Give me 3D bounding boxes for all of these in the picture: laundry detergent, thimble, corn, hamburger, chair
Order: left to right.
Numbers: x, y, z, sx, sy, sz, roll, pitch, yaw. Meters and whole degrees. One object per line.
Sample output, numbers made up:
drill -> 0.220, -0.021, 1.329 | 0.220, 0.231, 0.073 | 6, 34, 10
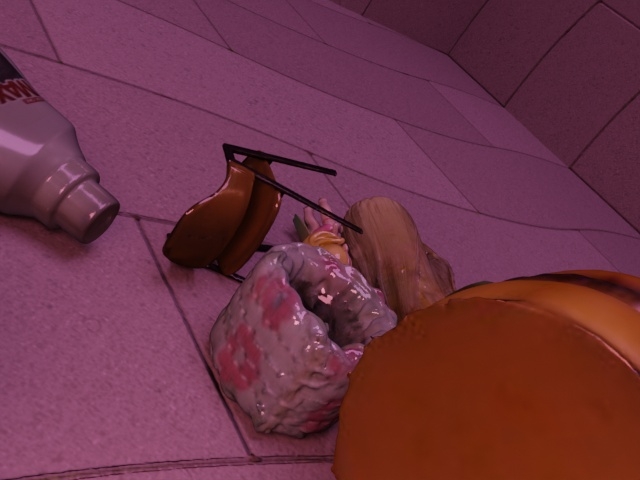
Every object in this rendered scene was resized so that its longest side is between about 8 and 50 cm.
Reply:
laundry detergent -> -0.408, -0.137, 0.943 | 0.398, 0.124, 0.264 | 39, 23, 6
chair -> -0.094, -0.026, 1.083 | 0.247, 0.158, 0.172 | 20, 30, -32
thimble -> -0.019, 0.114, 0.932 | 0.185, 0.149, 0.211 | 32, 25, -10
corn -> 0.112, 0.049, 1.246 | 0.123, 0.122, 0.305 | 18, 30, -30
hamburger -> 0.226, 0.202, 0.786 | 0.396, 0.395, 0.277 | 47, 28, 25

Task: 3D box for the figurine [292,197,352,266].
figurine -> 0.000, 0.000, 1.242 | 0.083, 0.083, 0.187 | 21, 36, -27
